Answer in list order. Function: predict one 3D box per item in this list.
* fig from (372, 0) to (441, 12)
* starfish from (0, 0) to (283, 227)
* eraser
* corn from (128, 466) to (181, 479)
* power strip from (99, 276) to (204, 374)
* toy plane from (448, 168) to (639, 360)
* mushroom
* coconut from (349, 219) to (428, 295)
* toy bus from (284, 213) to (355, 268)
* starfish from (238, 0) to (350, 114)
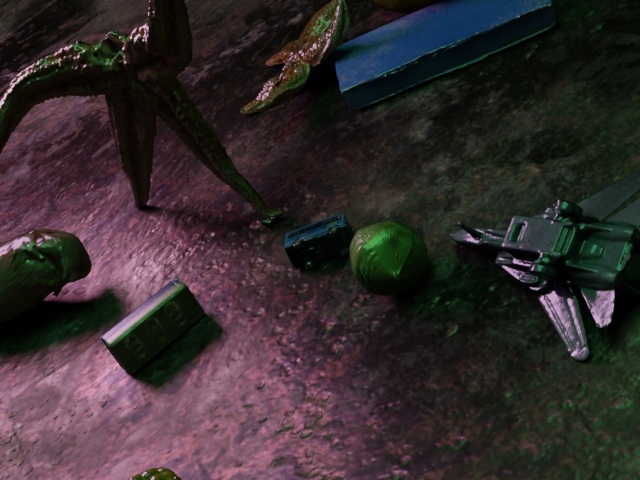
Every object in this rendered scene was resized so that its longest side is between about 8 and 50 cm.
[{"bbox_3d":[0.136,-0.436,1.775,0.207,0.230,0.207,-2,77,11],"label":"fig"},{"bbox_3d":[-0.237,-0.157,1.530,0.398,0.384,0.132,-8,42,30],"label":"starfish"},{"bbox_3d":[0.171,-0.286,1.702,0.312,0.042,0.144,-22,34,10],"label":"eraser"},{"bbox_3d":[-0.245,0.348,1.113,0.344,0.131,0.131,-37,35,-12],"label":"corn"},{"bbox_3d":[-0.200,0.102,1.459,0.123,0.056,0.032,-40,37,-16],"label":"power strip"},{"bbox_3d":[0.218,0.002,1.257,0.267,0.088,0.212,13,76,47],"label":"toy plane"},{"bbox_3d":[-0.479,0.044,1.679,0.397,0.126,0.177,4,38,44],"label":"mushroom"},{"bbox_3d":[0.075,0.019,1.348,0.088,0.088,0.096,-28,29,2],"label":"coconut"},{"bbox_3d":[0.000,0.000,1.462,0.083,0.038,0.046,-21,32,11],"label":"toy bus"},{"bbox_3d":[-0.036,-0.275,1.791,0.236,0.062,0.277,-19,41,55],"label":"starfish"}]
